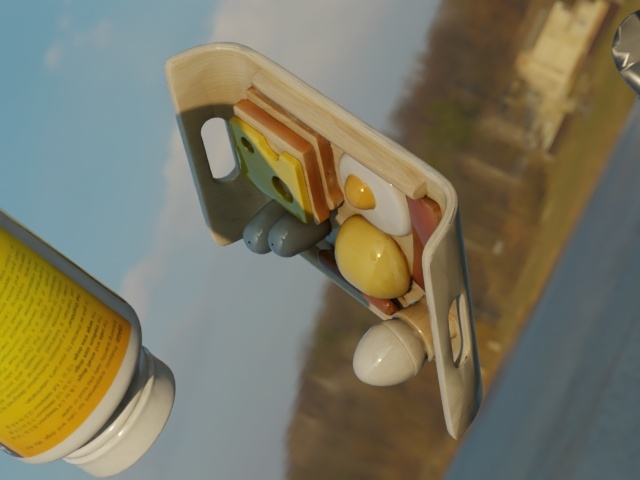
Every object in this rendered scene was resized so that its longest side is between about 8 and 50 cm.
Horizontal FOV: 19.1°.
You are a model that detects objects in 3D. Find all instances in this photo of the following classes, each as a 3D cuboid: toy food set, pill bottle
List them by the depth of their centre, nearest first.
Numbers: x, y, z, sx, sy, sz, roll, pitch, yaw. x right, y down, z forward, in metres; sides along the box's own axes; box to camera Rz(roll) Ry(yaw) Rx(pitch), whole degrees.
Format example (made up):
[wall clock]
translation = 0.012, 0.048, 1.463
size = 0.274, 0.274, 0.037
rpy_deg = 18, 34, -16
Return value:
[pill bottle]
translation = -0.188, 0.054, 1.122
size = 0.117, 0.215, 0.117
rpy_deg = -32, 36, 27
[toy food set]
translation = 0.000, 0.000, 1.457
size = 0.092, 0.306, 0.219
rpy_deg = -38, -38, -21

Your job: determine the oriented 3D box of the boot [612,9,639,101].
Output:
[boot]
translation = 0.281, -0.068, 1.311
size = 0.082, 0.219, 0.106
rpy_deg = -35, -2, 9
